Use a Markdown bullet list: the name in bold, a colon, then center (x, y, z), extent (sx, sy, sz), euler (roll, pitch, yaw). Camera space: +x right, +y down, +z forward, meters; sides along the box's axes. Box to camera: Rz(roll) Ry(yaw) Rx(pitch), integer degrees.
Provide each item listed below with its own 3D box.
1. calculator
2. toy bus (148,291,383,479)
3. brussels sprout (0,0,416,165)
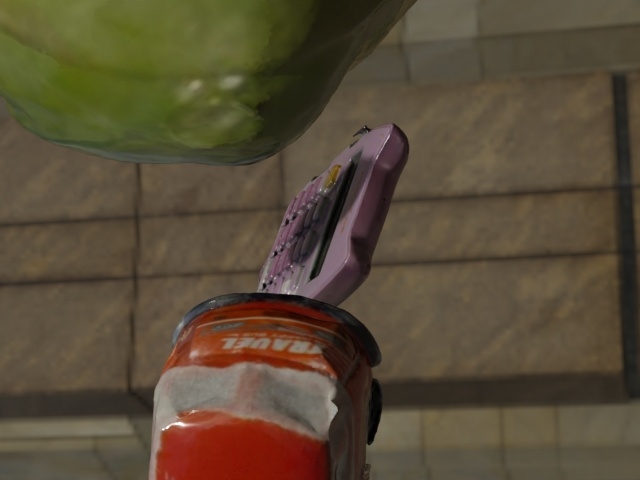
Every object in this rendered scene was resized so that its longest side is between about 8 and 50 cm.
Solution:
- **calculator**: center (0.001, 0.000, 1.554), extent (0.294, 0.043, 0.194), euler (-33, 35, 62)
- **toy bus**: center (-0.022, 0.109, 0.534), extent (0.077, 0.079, 0.174), euler (-62, -24, -69)
- **brussels sprout**: center (-0.078, -0.184, 0.809), extent (0.247, 0.328, 0.328), euler (-39, -52, -44)
